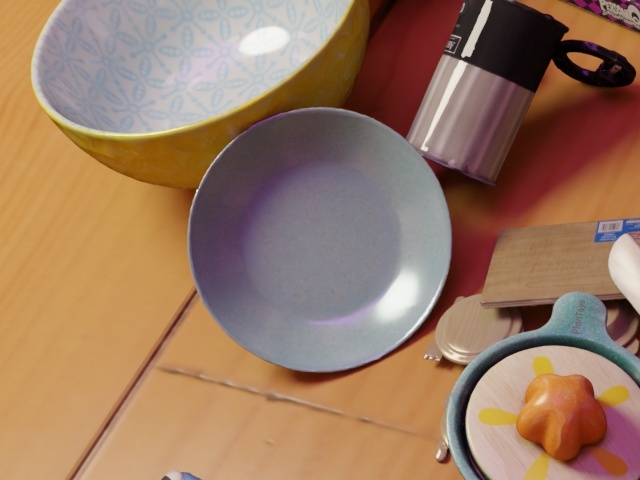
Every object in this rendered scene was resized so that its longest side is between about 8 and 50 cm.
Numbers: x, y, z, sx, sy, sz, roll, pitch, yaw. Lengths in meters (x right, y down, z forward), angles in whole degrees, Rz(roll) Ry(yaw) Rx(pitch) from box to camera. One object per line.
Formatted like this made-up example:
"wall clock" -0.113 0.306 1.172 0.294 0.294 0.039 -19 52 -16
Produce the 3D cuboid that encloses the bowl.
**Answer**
"bowl" -0.079 -0.135 1.151 0.290 0.156 0.289 -13 45 13

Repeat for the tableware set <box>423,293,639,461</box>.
"tableware set" 0.148 0.089 0.932 0.169 0.020 0.141 -5 47 23

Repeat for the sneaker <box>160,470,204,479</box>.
"sneaker" -0.017 0.200 0.872 0.211 0.080 0.081 26 57 29

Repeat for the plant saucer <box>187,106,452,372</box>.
"plant saucer" 0.000 0.000 1.018 0.195 0.037 0.194 0 88 2

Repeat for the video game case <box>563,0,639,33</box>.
"video game case" 0.322 -0.251 1.153 0.210 0.042 0.232 -39 45 -15

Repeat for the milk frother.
"milk frother" 0.155 -0.107 1.065 0.143 0.129 0.134 25 98 9

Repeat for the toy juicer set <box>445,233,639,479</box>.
"toy juicer set" 0.170 0.131 0.795 0.209 0.089 0.329 34 62 27

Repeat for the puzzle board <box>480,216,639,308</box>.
"puzzle board" 0.183 0.016 0.974 0.128 0.011 0.096 -5 31 20
